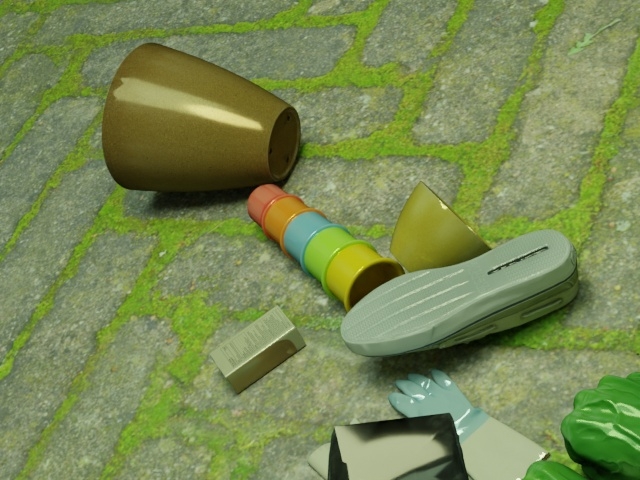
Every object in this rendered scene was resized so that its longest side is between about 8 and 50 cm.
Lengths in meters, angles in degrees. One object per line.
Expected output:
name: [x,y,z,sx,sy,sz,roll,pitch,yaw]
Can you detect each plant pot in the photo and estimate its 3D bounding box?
plant pot: [0.146,0.002,1.558,0.095,0.134,0.134,-46,40,7]
plant pot: [-0.169,-0.173,1.861,0.254,0.237,0.237,12,54,22]

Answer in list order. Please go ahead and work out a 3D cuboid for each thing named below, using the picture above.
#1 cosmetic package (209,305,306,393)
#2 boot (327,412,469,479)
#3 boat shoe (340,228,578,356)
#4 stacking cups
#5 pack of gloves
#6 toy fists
cosmetic package: [-0.084,0.145,1.599,0.115,0.041,0.060,-35,41,-5]
boot: [0.111,0.387,0.889,0.146,0.445,0.367,-15,48,-4]
boat shoe: [0.176,0.086,1.464,0.302,0.094,0.109,-20,38,9]
stacking cups: [0.000,0.000,1.668,0.096,0.096,0.316,-37,38,-8]
pack of gloves: [0.113,0.241,1.380,0.195,0.046,0.232,-41,42,-12]
toy fists: [0.290,0.251,1.230,0.142,0.096,0.279,26,63,34]
